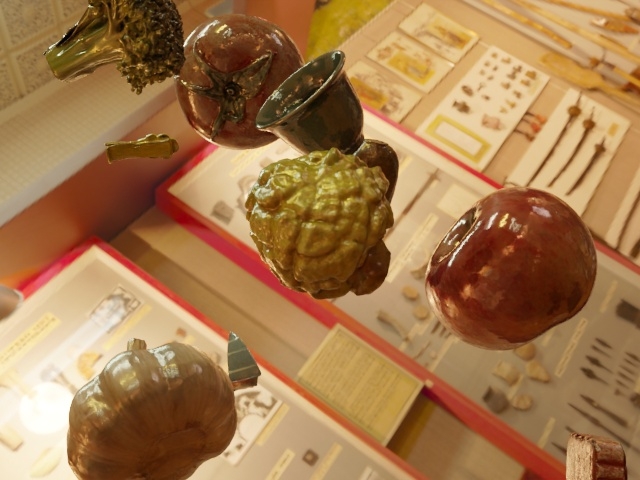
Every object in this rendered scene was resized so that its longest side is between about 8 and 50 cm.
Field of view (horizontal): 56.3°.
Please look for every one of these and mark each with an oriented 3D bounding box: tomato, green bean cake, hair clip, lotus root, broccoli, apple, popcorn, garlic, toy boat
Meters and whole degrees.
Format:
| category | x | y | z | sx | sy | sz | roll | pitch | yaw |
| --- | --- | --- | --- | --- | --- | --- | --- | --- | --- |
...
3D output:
| category | x | y | z | sx | sy | sz | roll | pitch | yaw |
| --- | --- | --- | --- | --- | --- | --- | --- | --- | --- |
| tomato | -0.185 | -0.370 | 1.412 | 0.282 | 0.317 | 0.316 | -78 | 14 | -62 |
| green bean cake | 0.420 | 0.368 | 0.913 | 0.135 | 0.057 | 0.135 | 67 | -153 | -76 |
| hair clip | -0.439 | -0.226 | 1.482 | 0.173 | 0.046 | 0.072 | -12 | -46 | -13 |
| lotus root | 0.152 | -0.174 | 1.816 | 0.160 | 0.152 | 0.274 | -38 | -40 | -54 |
| broccoli | -0.367 | -0.369 | 1.044 | 0.244 | 0.263 | 0.246 | -31 | -52 | 1 |
| apple | 0.364 | 0.065 | 1.140 | 0.344 | 0.269 | 0.345 | -53 | 2 | 3 |
| popcorn | 0.002 | -0.019 | 0.888 | 0.206 | 0.236 | 0.251 | -25 | -28 | -10 |
| garlic | -0.231 | 0.206 | 0.779 | 0.219 | 0.212 | 0.218 | -18 | -51 | -24 |
| toy boat | -0.162 | 0.235 | 1.192 | 0.096 | 0.122 | 0.034 | -16 | -24 | 22 |

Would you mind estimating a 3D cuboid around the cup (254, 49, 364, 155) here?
| category | x | y | z | sx | sy | sz | roll | pitch | yaw |
| --- | --- | --- | --- | --- | --- | --- | --- | --- | --- |
| cup | 0.005 | -0.217 | 1.069 | 0.199 | 0.150 | 0.199 | -32 | 29 | 21 |
